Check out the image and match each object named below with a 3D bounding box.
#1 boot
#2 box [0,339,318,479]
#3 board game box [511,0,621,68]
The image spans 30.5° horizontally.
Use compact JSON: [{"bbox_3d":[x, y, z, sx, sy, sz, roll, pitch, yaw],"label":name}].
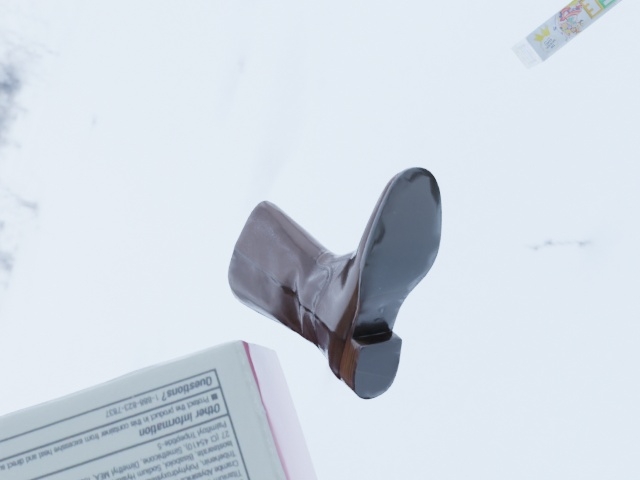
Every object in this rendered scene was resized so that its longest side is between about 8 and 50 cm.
[{"bbox_3d":[0.000,0.000,0.518,0.114,0.037,0.106,38,118,50],"label":"boot"},{"bbox_3d":[-0.060,0.175,0.519,0.127,0.149,0.232,58,-166,-82],"label":"box"},{"bbox_3d":[0.239,-0.208,1.014,0.154,0.026,0.103,-38,2,5],"label":"board game box"}]
